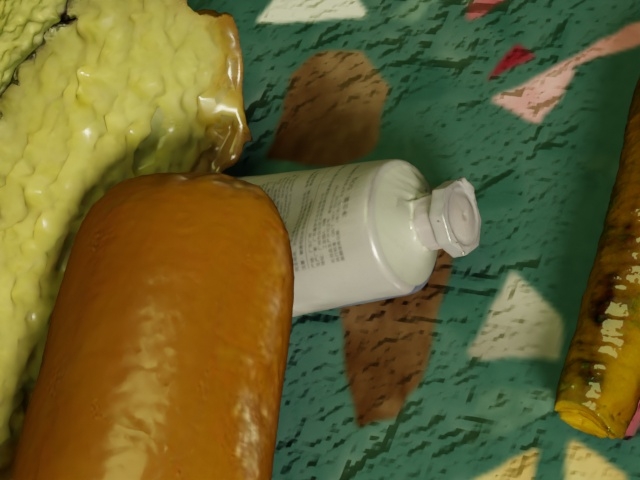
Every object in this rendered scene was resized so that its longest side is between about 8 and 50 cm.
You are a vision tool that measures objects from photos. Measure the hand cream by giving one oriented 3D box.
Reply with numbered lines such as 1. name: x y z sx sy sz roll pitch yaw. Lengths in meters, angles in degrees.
1. hand cream: 0.000 0.000 0.745 0.142 0.053 0.084 -11 51 36

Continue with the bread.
1. bread: -0.150 -0.009 0.758 0.134 0.129 0.260 12 63 42

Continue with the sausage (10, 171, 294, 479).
1. sausage: -0.064 0.086 0.670 0.098 0.098 0.238 -1 63 23

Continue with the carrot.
1. carrot: 0.123 -0.002 0.693 0.042 0.042 0.170 8 63 28
